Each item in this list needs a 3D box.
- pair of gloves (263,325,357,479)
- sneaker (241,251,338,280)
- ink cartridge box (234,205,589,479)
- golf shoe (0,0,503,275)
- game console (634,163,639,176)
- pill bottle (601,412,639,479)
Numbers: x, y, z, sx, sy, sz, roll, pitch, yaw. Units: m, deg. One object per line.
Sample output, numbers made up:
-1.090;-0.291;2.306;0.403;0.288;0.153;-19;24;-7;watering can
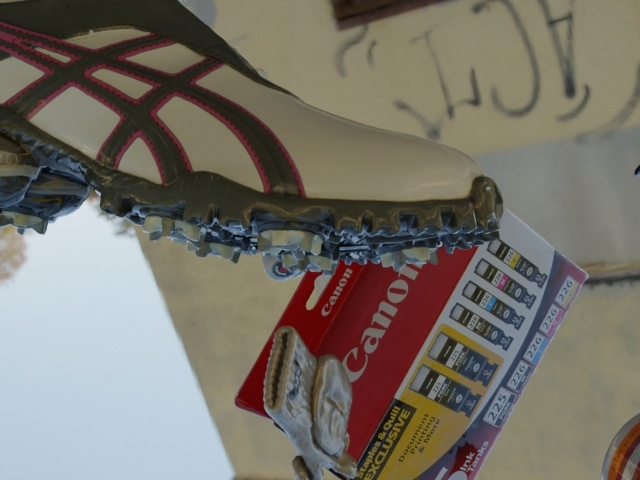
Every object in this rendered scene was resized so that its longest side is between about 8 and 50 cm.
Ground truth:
-0.020;0.210;0.864;0.042;0.240;0.204;-1;160;21;pair of gloves
0.000;0.000;1.384;0.330;0.122;0.146;12;-112;52;sneaker
0.101;0.102;1.079;0.130;0.310;0.271;28;178;45;ink cartridge box
-0.059;-0.054;0.410;0.272;0.120;0.105;9;173;5;golf shoe
0.303;-0.066;0.732;0.071;0.107;0.122;-51;172;-24;game console
0.233;0.155;0.578;0.086;0.086;0.152;-20;-162;-14;pill bottle
